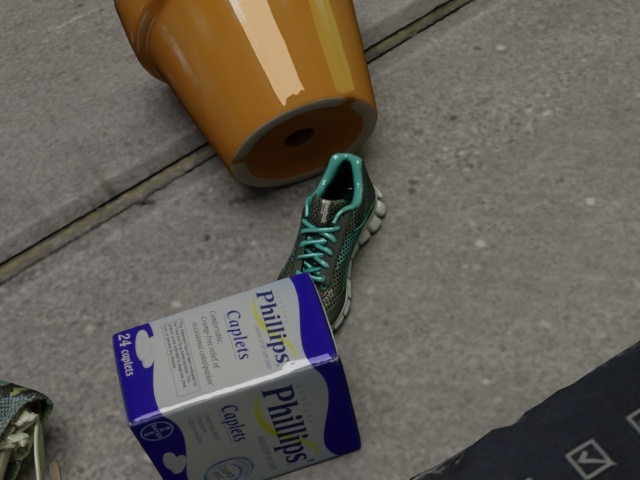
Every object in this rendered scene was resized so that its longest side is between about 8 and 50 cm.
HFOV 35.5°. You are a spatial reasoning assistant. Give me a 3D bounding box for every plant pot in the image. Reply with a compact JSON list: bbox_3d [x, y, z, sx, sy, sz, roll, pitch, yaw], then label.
[{"bbox_3d":[-0.046,-0.156,0.832,0.205,0.205,0.188,-21,68,-6],"label":"plant pot"}]

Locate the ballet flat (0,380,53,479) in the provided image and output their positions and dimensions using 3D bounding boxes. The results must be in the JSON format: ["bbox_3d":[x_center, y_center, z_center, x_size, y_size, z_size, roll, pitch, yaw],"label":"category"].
[{"bbox_3d":[-0.219,0.177,0.655,0.070,0.070,0.188,0,56,9],"label":"ballet flat"}]

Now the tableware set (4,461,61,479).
[{"bbox_3d":[-0.214,0.223,0.671,0.104,0.024,0.154,-19,53,-5],"label":"tableware set"}]

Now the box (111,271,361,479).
[{"bbox_3d":[-0.052,0.103,0.669,0.137,0.126,0.072,-18,51,-4],"label":"box"}]

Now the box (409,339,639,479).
[{"bbox_3d":[0.367,0.206,0.376,0.472,0.297,0.480,-30,47,-8],"label":"box"}]

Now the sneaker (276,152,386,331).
[{"bbox_3d":[0.000,0.000,0.769,0.065,0.076,0.166,9,56,17],"label":"sneaker"}]
